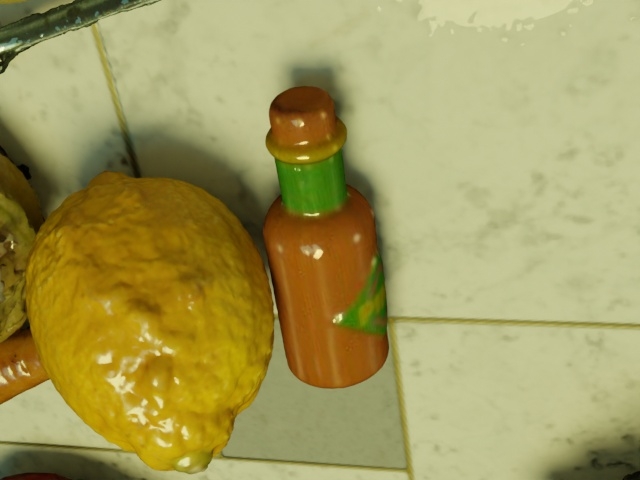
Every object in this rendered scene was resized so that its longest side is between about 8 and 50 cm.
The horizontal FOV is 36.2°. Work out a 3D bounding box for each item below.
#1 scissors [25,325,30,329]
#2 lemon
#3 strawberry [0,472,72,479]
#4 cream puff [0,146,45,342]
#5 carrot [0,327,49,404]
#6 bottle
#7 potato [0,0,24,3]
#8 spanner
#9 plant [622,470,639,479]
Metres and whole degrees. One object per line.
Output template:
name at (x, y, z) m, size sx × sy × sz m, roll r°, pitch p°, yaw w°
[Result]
scissors at (-0.238, 0.079, 0.725) m, size 0.220 × 0.017 × 0.088 m, roll -1°, pitch 127°, yaw 16°
lemon at (-0.095, 0.045, 0.566) m, size 0.142 × 0.187 × 0.142 m, roll -18°, pitch 159°, yaw -7°
strawberry at (-0.161, 0.359, 0.793) m, size 0.291 × 0.310 × 0.292 m, roll -8°, pitch 149°, yaw -5°
cream puff at (-0.256, 0.007, 0.603) m, size 0.189 × 0.129 × 0.189 m, roll 8°, pitch 132°, yaw 9°
carrot at (-0.215, 0.086, 0.680) m, size 0.256 × 0.061 × 0.061 m, roll -20°, pitch 119°, yaw 23°
bottle at (0.000, 0.000, 0.569) m, size 0.069 × 0.069 × 0.187 m, roll 1°, pitch 128°, yaw 14°
potato at (-0.111, -0.208, 0.349) m, size 0.242 × 0.242 × 0.285 m, roll 16°, pitch 126°, yaw 2°
spanner at (-0.113, -0.121, 0.503) m, size 0.325 × 0.093 × 0.026 m, roll -16°, pitch 102°, yaw 17°
plant at (0.218, 0.249, 0.623) m, size 0.178 × 0.204 × 0.234 m, roll -3°, pitch 172°, yaw -3°
